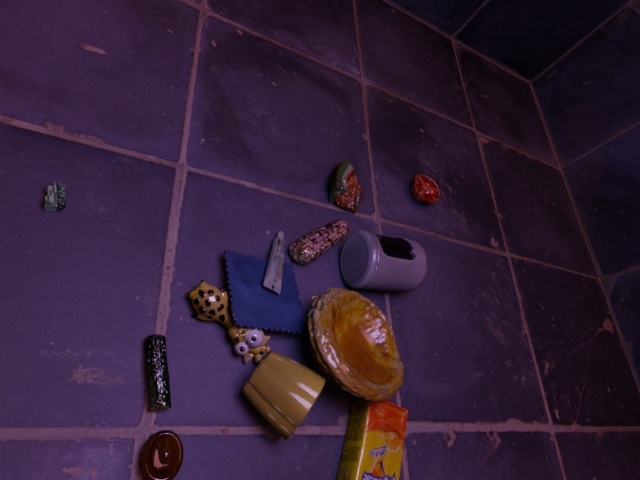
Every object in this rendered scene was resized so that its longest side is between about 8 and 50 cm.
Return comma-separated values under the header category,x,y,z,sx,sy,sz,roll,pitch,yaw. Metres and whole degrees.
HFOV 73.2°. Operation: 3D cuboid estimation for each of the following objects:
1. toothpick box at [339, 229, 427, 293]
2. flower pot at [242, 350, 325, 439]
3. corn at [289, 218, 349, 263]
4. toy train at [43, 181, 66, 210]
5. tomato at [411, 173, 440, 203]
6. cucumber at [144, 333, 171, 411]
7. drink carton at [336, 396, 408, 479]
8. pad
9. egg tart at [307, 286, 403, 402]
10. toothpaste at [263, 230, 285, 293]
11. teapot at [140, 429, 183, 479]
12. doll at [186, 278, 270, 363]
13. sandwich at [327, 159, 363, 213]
category,x,y,z,sx,sy,sz,roll,pitch,yaw
toothpick box,0.245,0.094,1.573,0.316,0.229,0.229,9,61,-31
flower pot,-0.107,0.409,1.190,0.179,0.195,0.195,37,50,5
corn,0.000,0.000,1.537,0.280,0.092,0.092,-32,85,-44
toy train,-0.719,-0.120,1.167,0.053,0.033,0.083,-3,67,-30
tomato,0.466,-0.222,1.961,0.155,0.069,0.156,14,58,-23
cucumber,-0.416,0.335,1.102,0.058,0.058,0.187,0,66,-33
drink carton,0.144,0.651,1.262,0.154,0.111,0.351,29,54,-16
pad,-0.166,0.158,1.324,0.269,0.012,0.269,18,43,-37
egg tart,0.094,0.326,1.331,0.388,0.169,0.388,32,33,-24
toothpaste,-0.143,0.063,1.405,0.067,0.037,0.255,34,38,-27
teapot,-0.372,0.517,1.018,0.098,0.078,0.129,13,60,-27
doll,-0.263,0.236,1.238,0.117,0.086,0.291,-43,94,-4
sandwich,0.109,-0.218,1.705,0.160,0.109,0.185,28,54,-15
